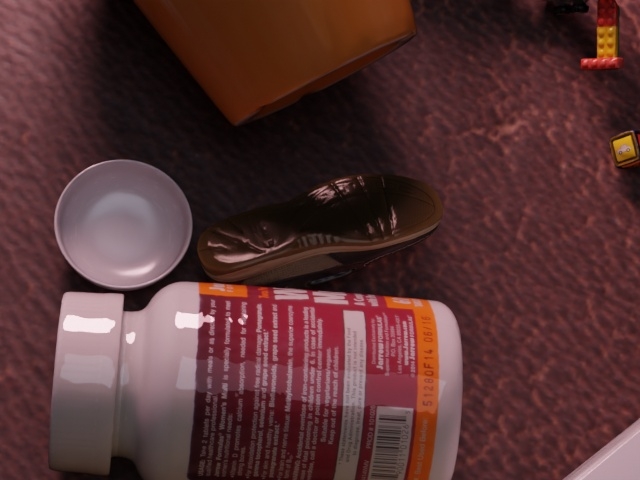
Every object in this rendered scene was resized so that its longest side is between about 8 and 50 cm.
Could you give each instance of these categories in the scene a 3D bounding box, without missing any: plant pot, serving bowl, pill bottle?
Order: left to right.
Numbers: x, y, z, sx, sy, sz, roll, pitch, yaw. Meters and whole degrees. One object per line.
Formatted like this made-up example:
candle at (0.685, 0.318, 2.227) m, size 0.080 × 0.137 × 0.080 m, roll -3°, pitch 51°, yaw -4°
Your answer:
serving bowl at (-0.120, -0.006, 0.964) m, size 0.083 × 0.027 × 0.083 m, roll 2°, pitch 69°, yaw -7°
pill bottle at (-0.038, 0.086, 0.893) m, size 0.221 × 0.121 × 0.121 m, roll 5°, pitch 69°, yaw -6°
plant pot at (-0.039, -0.180, 0.962) m, size 0.205 × 0.205 × 0.188 m, roll -27°, pitch 92°, yaw -16°

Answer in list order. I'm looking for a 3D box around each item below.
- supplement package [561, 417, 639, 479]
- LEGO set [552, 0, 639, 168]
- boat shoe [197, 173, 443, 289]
supplement package at (0.239, 0.219, 0.871) m, size 0.204 × 0.145 × 0.262 m, roll -35°, pitch 79°, yaw -18°
LEGO set at (0.227, -0.165, 0.986) m, size 0.060 × 0.244 × 0.182 m, roll -4°, pitch 48°, yaw -46°
boat shoe at (0.000, 0.000, 0.969) m, size 0.152 × 0.049 × 0.056 m, roll -11°, pitch 53°, yaw -8°
